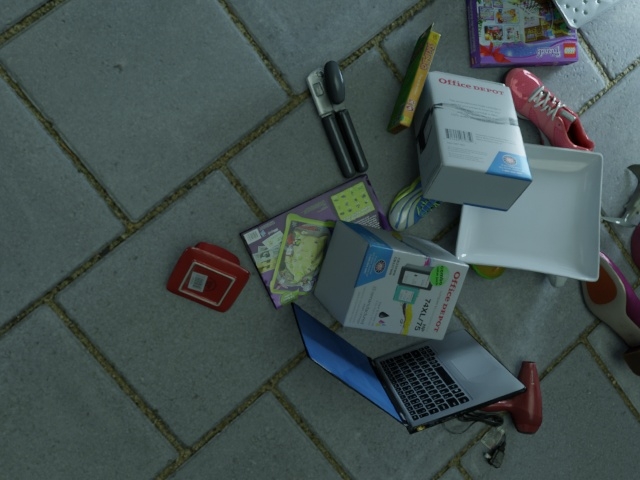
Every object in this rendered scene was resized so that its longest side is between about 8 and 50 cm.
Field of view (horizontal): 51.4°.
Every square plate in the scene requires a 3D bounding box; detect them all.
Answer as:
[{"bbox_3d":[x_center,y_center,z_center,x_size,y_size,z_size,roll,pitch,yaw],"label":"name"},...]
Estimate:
[{"bbox_3d":[0.523,-0.081,1.670,0.343,0.049,0.347,9,72,5],"label":"square plate"}]

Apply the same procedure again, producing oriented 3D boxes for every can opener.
[{"bbox_3d":[0.043,-0.290,1.617,0.074,0.093,0.280,-23,102,-13],"label":"can opener"}]

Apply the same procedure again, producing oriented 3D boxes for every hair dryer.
[{"bbox_3d":[0.487,0.442,1.761,0.223,0.080,0.293,44,81,-11],"label":"hair dryer"}]

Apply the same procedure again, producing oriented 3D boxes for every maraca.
[{"bbox_3d":[0.424,0.009,1.719,0.127,0.099,0.186,-15,86,-30],"label":"maraca"}]

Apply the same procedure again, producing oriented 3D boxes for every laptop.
[{"bbox_3d":[0.176,0.232,1.499,0.407,0.382,0.236,-18,103,-4],"label":"laptop"}]

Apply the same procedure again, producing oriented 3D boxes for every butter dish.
[{"bbox_3d":[-0.253,0.064,1.542,0.159,0.118,0.160,24,128,-15],"label":"butter dish"}]

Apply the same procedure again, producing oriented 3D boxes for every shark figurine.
[{"bbox_3d":[0.888,-0.152,1.850,0.116,0.166,0.278,41,100,13],"label":"shark figurine"}]

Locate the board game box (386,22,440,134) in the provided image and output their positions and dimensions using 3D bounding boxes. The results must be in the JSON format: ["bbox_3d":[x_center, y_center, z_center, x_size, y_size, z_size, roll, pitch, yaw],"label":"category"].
[{"bbox_3d":[0.230,-0.395,1.637,0.039,0.124,0.260,17,88,-8],"label":"board game box"}]

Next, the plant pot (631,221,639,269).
[{"bbox_3d":[0.996,0.015,1.824,0.201,0.180,0.201,-1,92,-14],"label":"plant pot"}]

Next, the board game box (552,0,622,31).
[{"bbox_3d":[0.686,-0.791,1.743,0.390,0.050,0.390,-33,93,-15],"label":"board game box"}]

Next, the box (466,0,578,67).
[{"bbox_3d":[0.530,-0.561,1.743,0.293,0.057,0.201,-5,92,-15],"label":"box"}]

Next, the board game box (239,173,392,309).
[{"bbox_3d":[0.000,0.000,1.636,0.346,0.056,0.208,-26,94,-12],"label":"board game box"}]

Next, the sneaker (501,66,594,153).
[{"bbox_3d":[0.604,-0.334,1.732,0.116,0.136,0.314,-45,102,-10],"label":"sneaker"}]

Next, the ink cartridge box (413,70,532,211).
[{"bbox_3d":[0.353,-0.240,1.594,0.223,0.129,0.308,8,54,-12],"label":"ink cartridge box"}]

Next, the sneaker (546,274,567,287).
[{"bbox_3d":[0.580,0.022,1.774,0.115,0.090,0.232,-18,88,-7],"label":"sneaker"}]

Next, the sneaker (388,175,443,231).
[{"bbox_3d":[0.271,-0.118,1.659,0.091,0.126,0.240,45,81,-12],"label":"sneaker"}]

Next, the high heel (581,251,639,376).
[{"bbox_3d":[0.849,0.178,1.854,0.181,0.127,0.377,-26,95,-41],"label":"high heel"}]

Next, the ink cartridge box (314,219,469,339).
[{"bbox_3d":[0.163,0.093,1.564,0.270,0.197,0.198,11,103,-25],"label":"ink cartridge box"}]
